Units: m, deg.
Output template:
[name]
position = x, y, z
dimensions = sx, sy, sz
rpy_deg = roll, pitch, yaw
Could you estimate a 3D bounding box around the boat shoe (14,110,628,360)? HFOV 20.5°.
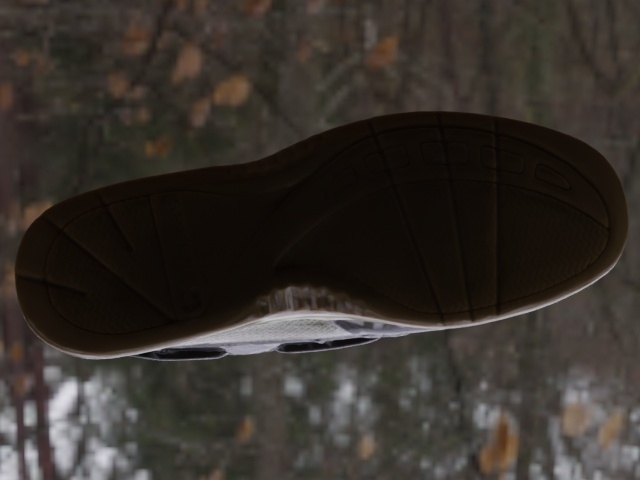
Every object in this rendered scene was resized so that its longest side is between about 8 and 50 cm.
[boat shoe]
position = 0.000, 0.000, 0.451
dimensions = 0.152, 0.056, 0.049
rpy_deg = -5, 175, -5
